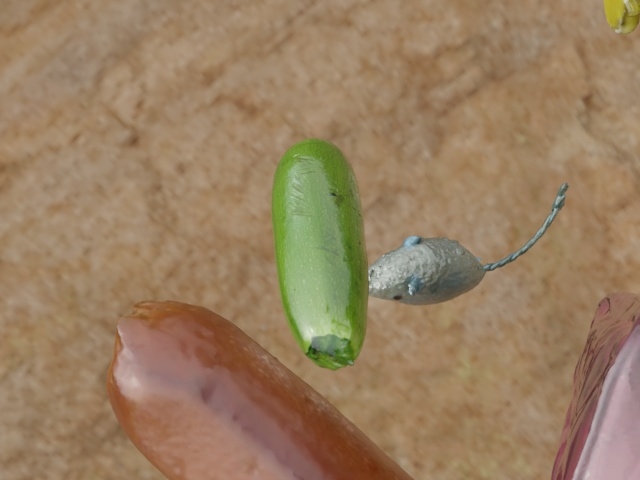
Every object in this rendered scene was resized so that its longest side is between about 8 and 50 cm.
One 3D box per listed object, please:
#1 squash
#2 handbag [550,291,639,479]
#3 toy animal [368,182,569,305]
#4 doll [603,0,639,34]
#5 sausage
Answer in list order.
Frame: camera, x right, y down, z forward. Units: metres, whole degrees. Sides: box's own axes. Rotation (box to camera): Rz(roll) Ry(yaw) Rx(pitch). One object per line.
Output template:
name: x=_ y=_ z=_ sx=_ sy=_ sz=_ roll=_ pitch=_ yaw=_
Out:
squash: x=-0.001 y=-0.002 z=1.579 sx=0.082 sy=0.082 sz=0.292 roll=-24 pitch=36 yaw=14
handbag: x=0.146 y=0.098 z=0.636 sx=0.135 sy=0.225 sz=0.146 roll=19 pitch=91 yaw=7
toy animal: x=0.161 y=0.017 z=1.925 sx=0.253 sy=0.079 sz=0.070 roll=-18 pitch=70 yaw=-19
doll: x=0.328 y=-0.148 z=1.104 sx=0.296 sy=0.141 sz=0.117 roll=13 pitch=67 yaw=1
sausage: x=0.010 y=0.166 z=1.051 sx=0.348 sy=0.097 sz=0.094 roll=43 pitch=127 yaw=0
